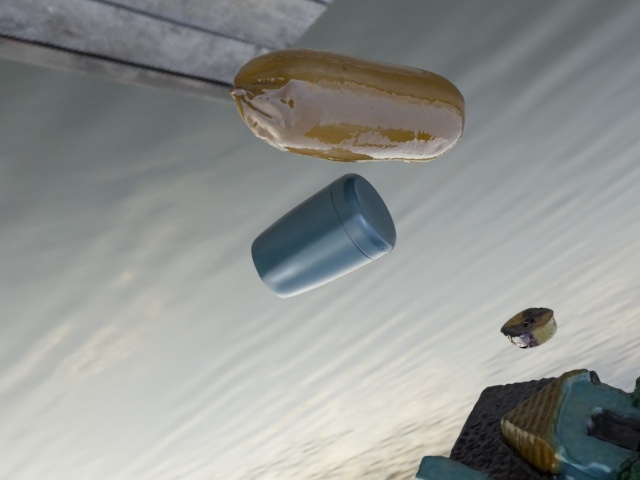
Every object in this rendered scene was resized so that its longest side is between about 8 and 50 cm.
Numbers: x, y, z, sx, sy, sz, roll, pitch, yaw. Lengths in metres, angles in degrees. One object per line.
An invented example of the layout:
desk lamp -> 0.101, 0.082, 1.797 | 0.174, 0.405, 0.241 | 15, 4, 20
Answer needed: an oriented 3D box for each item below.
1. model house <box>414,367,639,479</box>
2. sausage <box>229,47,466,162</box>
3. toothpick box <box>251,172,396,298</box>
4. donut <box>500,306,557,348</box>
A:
model house -> 0.259, 0.247, 1.007 | 0.280, 0.248, 0.230 | -48, 152, -50
sausage -> 0.044, -0.166, 1.098 | 0.353, 0.134, 0.116 | -4, -166, -42
toothpick box -> 0.000, 0.000, 1.179 | 0.184, 0.120, 0.120 | -30, 158, 22
donut -> 0.513, 0.215, 2.128 | 0.140, 0.059, 0.140 | -28, -167, 7
